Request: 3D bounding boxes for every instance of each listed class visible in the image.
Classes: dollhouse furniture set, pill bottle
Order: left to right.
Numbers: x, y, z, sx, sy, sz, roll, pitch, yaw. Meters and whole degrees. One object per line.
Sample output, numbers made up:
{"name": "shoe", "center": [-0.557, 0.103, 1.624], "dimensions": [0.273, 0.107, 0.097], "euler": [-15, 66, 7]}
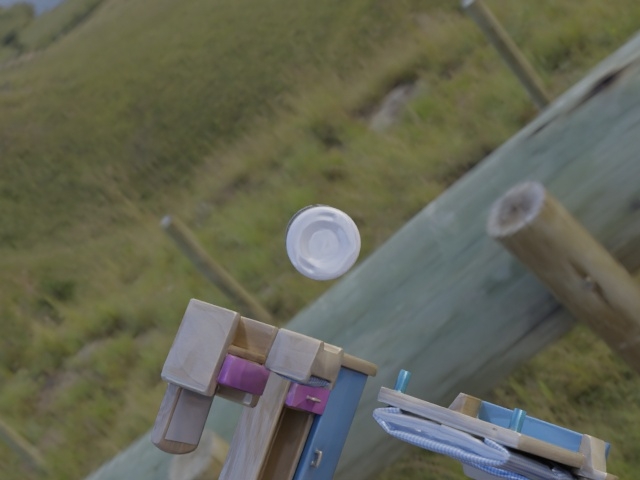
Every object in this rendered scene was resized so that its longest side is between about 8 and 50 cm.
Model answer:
{"name": "pill bottle", "center": [0.000, 0.000, 1.673], "dimensions": [0.094, 0.094, 0.169], "euler": [-43, 4, 0]}
{"name": "dollhouse furniture set", "center": [0.053, 0.205, 1.049], "dimensions": [0.303, 0.286, 0.198], "euler": [15, 84, 32]}
